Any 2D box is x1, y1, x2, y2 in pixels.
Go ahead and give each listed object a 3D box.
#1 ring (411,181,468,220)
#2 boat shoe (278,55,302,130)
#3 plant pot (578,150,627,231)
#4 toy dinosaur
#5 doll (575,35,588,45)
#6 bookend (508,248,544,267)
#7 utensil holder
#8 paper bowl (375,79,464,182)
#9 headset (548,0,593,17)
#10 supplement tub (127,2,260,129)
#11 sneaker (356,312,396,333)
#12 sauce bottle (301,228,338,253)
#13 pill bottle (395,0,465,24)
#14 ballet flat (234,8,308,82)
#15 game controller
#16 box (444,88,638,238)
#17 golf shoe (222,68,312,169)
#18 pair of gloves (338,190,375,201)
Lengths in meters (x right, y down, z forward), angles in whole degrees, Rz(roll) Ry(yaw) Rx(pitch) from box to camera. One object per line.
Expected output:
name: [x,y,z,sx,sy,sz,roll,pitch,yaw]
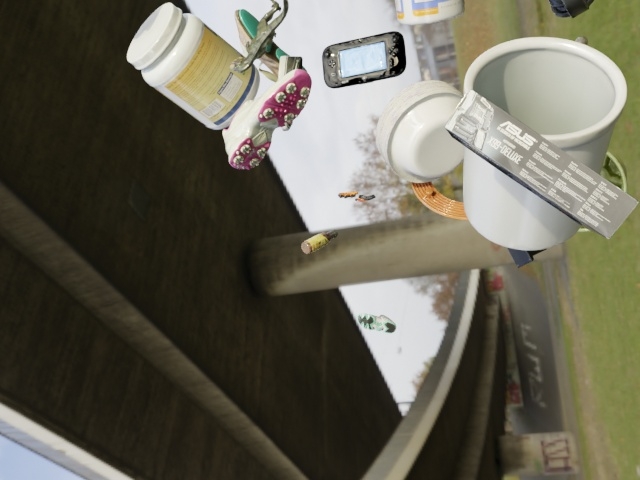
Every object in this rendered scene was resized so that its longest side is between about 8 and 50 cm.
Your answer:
ring: [0.433,-0.197,2.054,0.032,0.336,0.336,79,-168,-51]
boat shoe: [-0.082,-0.419,1.979,0.078,0.070,0.219,33,-123,-80]
plant pot: [0.847,-0.186,2.209,0.254,0.276,0.276,-20,-78,-54]
toy dinosaur: [-0.126,-0.502,1.661,0.064,0.268,0.118,30,-135,-15]
doll: [0.777,-0.544,2.110,0.189,0.129,0.046,-66,-31,-30]
bookend: [0.644,-0.020,2.146,0.156,0.157,0.072,64,153,9]
utensil holder: [0.485,-0.207,1.601,0.385,0.327,0.327,80,-169,-51]
paper bowl: [0.309,-0.291,1.956,0.148,0.284,0.284,-118,3,-48]
headset: [0.646,-0.731,1.952,0.243,0.185,0.394,59,-151,-8]
supplement tub: [-0.349,-0.479,1.937,0.316,0.228,0.228,35,-136,-37]
sneaker: [0.135,0.197,1.699,0.069,0.098,0.038,-61,-10,-82]
sauce bottle: [0.000,0.000,2.080,0.128,0.042,0.042,-29,-66,-36]
pill bottle: [0.227,-0.619,1.518,0.152,0.152,0.272,-65,-32,-62]
ballet flat: [-0.177,-0.581,2.191,0.316,0.106,0.107,42,-141,-26]
game controller: [0.158,-0.654,2.546,0.067,0.319,0.166,22,-116,-64]
box: [0.357,-0.127,1.172,0.076,0.307,0.242,-55,-9,11]
golf shoe: [-0.147,-0.324,1.754,0.115,0.306,0.140,19,-148,-48]
pair of gloves: [0.088,-0.108,1.689,0.074,0.083,0.010,-18,-64,-54]
